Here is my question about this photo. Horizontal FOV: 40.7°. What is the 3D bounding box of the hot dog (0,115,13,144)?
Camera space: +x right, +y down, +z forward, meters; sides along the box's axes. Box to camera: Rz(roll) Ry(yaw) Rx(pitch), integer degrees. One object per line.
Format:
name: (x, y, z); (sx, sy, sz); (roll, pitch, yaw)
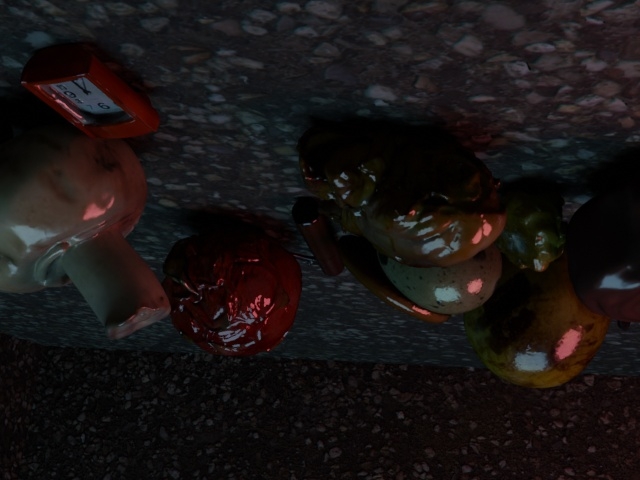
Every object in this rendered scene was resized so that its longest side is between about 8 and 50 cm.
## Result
hot dog: (-0.578, -0.169, 1.180); (0.158, 0.117, 0.349); (-43, 156, 6)

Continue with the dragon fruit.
dragon fruit: (-0.174, 0.104, 1.735); (0.278, 0.277, 0.342); (-3, 160, 29)

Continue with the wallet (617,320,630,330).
wallet: (0.561, 0.068, 1.547); (0.030, 0.146, 0.285); (19, 170, 25)

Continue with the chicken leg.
chicken leg: (0.072, -0.078, 1.275); (0.295, 0.182, 0.409); (24, 174, -22)

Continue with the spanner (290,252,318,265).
spanner: (-0.070, 0.032, 1.897); (0.209, 0.012, 0.046); (14, 162, -23)

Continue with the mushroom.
mushroom: (-0.363, 0.001, 1.277); (0.314, 0.336, 0.314); (-34, 168, -9)

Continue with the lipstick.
lipstick: (0.000, 0.000, 1.680); (0.057, 0.057, 0.356); (4, 163, 9)

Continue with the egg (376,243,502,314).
egg: (0.205, 0.034, 1.513); (0.228, 0.177, 0.177); (22, 169, 19)

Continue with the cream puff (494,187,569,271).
cream puff: (0.342, -0.027, 1.368); (0.116, 0.146, 0.146); (-30, 178, -24)

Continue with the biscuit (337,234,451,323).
biscuit: (0.140, 0.075, 1.644); (0.262, 0.037, 0.262); (30, -165, -9)

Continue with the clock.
clock: (-0.297, -0.194, 1.124); (0.113, 0.061, 0.155); (-1, 159, 25)

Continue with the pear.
pear: (0.401, 0.131, 1.596); (0.284, 0.283, 0.283); (6, 164, 2)

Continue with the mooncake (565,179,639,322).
mooncake: (0.539, 0.010, 1.234); (0.326, 0.174, 0.334); (7, 159, -22)
